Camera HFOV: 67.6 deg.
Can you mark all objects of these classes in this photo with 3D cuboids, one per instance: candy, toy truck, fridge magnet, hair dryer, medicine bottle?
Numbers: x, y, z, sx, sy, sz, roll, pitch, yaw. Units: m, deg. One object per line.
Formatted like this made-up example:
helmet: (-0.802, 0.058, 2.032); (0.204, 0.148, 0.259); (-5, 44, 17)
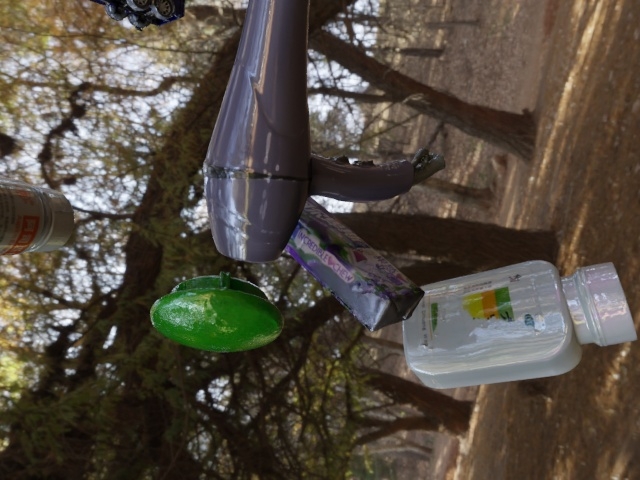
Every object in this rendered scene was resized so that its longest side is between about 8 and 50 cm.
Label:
candy: (0.000, 0.000, 0.657); (0.088, 0.312, 0.061); (-11, -47, -47)
toy truck: (-0.406, -0.530, 0.930); (0.268, 0.124, 0.156); (2, -86, -49)
fridge magnet: (-0.162, 0.122, 0.761); (0.208, 0.208, 0.088); (75, -169, -56)
hair dryer: (0.033, -0.127, 0.600); (0.361, 0.121, 0.301); (1, -77, -39)
medicine bottle: (0.272, 0.117, 0.689); (0.111, 0.296, 0.161); (50, -143, -39)
medicine bottle: (-0.568, -0.043, 0.828); (0.252, 0.144, 0.145); (-7, -74, -77)
